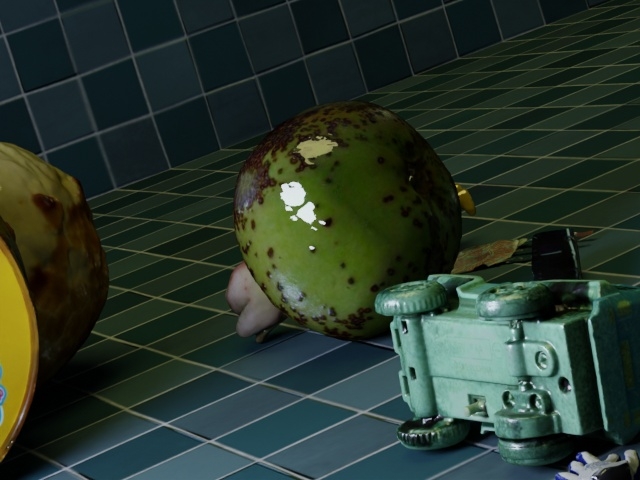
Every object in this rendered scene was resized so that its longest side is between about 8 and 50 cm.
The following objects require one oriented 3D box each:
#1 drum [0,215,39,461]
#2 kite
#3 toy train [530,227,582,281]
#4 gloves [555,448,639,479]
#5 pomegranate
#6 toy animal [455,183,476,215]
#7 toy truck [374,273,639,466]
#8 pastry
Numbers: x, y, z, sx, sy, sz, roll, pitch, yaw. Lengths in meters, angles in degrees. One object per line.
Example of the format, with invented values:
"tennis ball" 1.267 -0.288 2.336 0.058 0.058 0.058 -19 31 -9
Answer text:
"drum" -0.515 0.097 2.014 0.431 0.431 0.214 -19 11 -7
"kite" 0.233 0.017 2.306 0.229 0.016 0.127 -11 16 42
"toy train" 0.261 0.051 2.024 0.055 0.048 0.252 -10 18 10
"gloves" 0.228 0.186 1.490 0.064 0.026 0.086 -19 7 -16
"pomegranate" 0.000 0.000 2.174 0.340 0.285 0.285 -37 -2 36
"toy animal" 0.084 -0.024 2.403 0.229 0.156 0.156 -16 11 -10
"toy truck" 0.173 0.106 1.646 0.156 0.155 0.279 -14 7 -32
"pastry" -0.440 0.061 2.318 0.388 0.312 0.388 -50 -7 -8
